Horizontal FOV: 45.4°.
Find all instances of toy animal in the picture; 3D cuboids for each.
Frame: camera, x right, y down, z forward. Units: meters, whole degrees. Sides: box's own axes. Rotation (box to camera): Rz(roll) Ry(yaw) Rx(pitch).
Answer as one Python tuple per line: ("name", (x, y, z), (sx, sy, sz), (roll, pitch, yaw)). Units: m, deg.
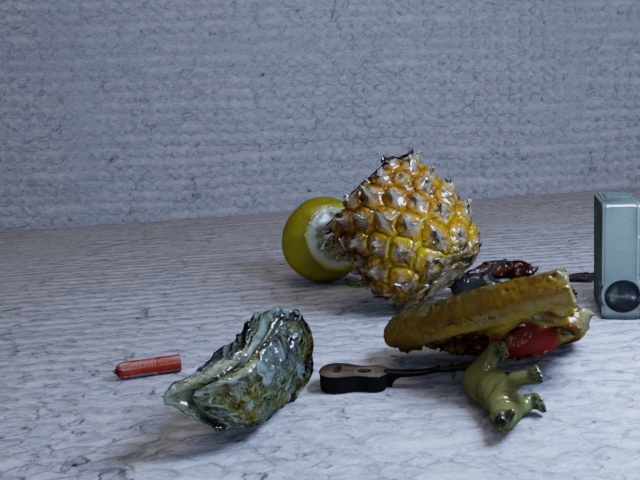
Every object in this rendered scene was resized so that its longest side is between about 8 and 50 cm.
("toy animal", (0.276, 0.233, 1.172), (0.101, 0.103, 0.218), (-24, 14, -6))
("toy animal", (0.392, 0.098, 1.906), (0.232, 0.085, 0.148), (2, 12, 12))

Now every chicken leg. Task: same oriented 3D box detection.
("chicken leg", (0.479, 0.081, 2.077), (0.219, 0.048, 0.089), (-1, 7, 11))

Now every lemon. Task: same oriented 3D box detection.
("lemon", (0.000, 0.000, 2.184), (0.240, 0.241, 0.219), (-8, -2, -25))

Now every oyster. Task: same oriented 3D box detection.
("oyster", (-0.109, 0.203, 1.202), (0.158, 0.162, 0.351), (-21, -3, 31))

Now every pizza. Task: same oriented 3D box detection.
("pizza", (0.364, 0.156, 1.370), (0.405, 0.130, 0.440), (9, -19, -32))

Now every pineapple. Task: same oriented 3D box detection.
("pineapple", (0.202, -0.011, 1.811), (0.352, 0.300, 0.352), (-34, -18, -12))

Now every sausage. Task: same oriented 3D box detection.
("sausage", (-0.330, 0.241, 1.455), (0.129, 0.034, 0.034), (-7, 10, -14))

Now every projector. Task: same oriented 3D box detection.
("projector", (0.662, 0.029, 1.691), (0.099, 0.257, 0.192), (0, 11, 16))

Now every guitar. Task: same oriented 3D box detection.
("guitar", (0.132, 0.233, 1.319), (0.271, 0.038, 0.084), (-4, 10, 11))

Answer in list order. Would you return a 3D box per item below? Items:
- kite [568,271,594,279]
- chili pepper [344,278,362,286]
("kite", (0.676, 0.095, 2.039), (0.189, 0.010, 0.159), (-4, 8, -15))
("chili pepper", (0.090, 0.116, 2.098), (0.030, 0.017, 0.083), (-7, 9, -29))
